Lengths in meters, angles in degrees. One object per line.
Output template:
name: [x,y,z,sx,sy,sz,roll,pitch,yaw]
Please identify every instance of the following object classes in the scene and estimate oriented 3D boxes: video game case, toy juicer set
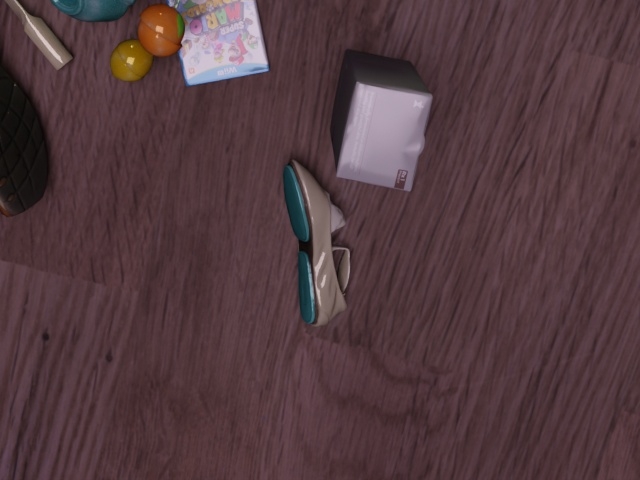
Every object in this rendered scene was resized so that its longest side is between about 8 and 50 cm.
video game case: [-0.142,-0.301,1.438,0.119,0.015,0.166,-10,108,4]
toy juicer set: [-0.291,-0.309,1.382,0.329,0.089,0.209,3,129,40]

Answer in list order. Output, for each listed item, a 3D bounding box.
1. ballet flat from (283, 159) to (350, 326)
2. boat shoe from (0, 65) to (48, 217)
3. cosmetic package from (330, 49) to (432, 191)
ballet flat: [0.000,0.000,1.508,0.086,0.086,0.248,-5,109,2]
boat shoe: [-0.483,-0.186,1.441,0.120,0.122,0.324,-6,114,37]
cosmetic package: [0.072,-0.160,1.363,0.107,0.238,0.127,11,107,-3]
